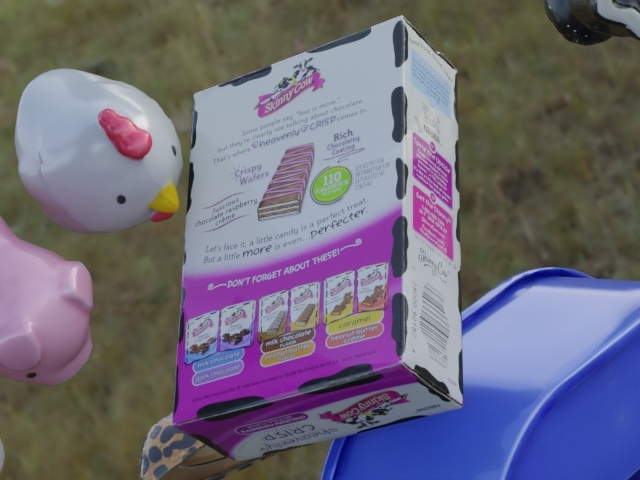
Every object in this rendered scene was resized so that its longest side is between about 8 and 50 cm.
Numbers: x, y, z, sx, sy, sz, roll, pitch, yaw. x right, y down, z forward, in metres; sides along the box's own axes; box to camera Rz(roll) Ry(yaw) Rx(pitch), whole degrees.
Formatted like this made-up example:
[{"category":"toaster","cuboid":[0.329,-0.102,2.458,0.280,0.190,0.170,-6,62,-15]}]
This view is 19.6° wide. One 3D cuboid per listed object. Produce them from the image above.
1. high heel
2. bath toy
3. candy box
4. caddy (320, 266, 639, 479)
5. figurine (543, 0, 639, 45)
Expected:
[{"category":"high heel","cuboid":[-0.029,0.172,1.615,0.261,0.093,0.186,0,39,35]},{"category":"bath toy","cuboid":[-0.200,0.043,1.080,0.348,0.151,0.129,-50,18,-17]},{"category":"candy box","cuboid":[0.000,0.000,1.094,0.159,0.071,0.233,-17,56,29]},{"category":"caddy","cuboid":[0.142,0.158,1.153,0.179,0.241,0.341,0,23,47]},{"category":"figurine","cuboid":[0.257,-0.138,1.260,0.092,0.215,0.209,-60,6,-2]}]
